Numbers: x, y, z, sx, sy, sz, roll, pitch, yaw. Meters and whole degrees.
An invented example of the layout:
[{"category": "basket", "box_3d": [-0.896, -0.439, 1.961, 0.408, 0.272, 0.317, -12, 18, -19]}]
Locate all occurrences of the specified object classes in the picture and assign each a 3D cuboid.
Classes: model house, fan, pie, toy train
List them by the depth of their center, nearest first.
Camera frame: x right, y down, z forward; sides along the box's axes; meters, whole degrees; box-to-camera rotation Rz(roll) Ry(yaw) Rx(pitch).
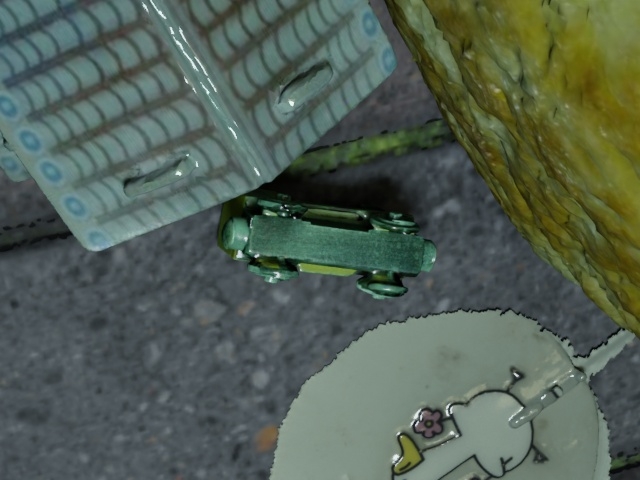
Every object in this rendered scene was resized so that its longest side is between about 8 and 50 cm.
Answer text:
[{"category": "pie", "box_3d": [0.149, -0.084, 0.661, 0.180, 0.418, 0.395, -34, 113, 3]}, {"category": "model house", "box_3d": [-0.103, -0.145, 0.676, 0.198, 0.215, 0.224, -32, 114, -6]}, {"category": "toy train", "box_3d": [0.000, 0.000, 0.829, 0.122, 0.081, 0.050, 8, 97, -20]}, {"category": "fan", "box_3d": [0.143, 0.099, 0.943, 0.415, 0.012, 0.233, -38, 115, 0]}]
